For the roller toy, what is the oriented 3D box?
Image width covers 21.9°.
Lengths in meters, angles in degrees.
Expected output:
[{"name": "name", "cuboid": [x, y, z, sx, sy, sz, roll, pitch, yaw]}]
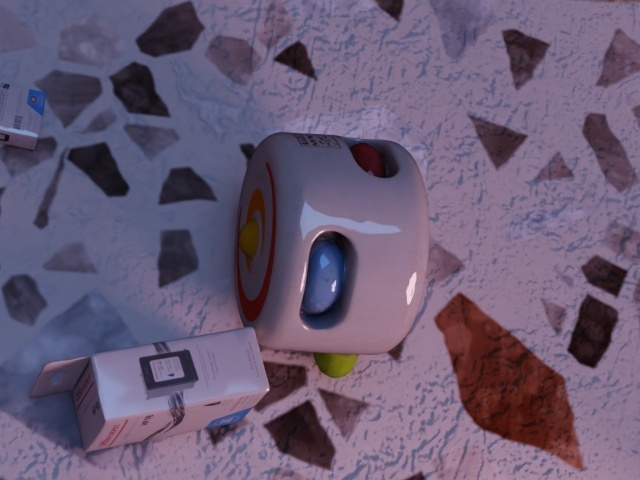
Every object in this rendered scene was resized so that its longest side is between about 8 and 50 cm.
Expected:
[{"name": "roller toy", "cuboid": [0.000, 0.000, 1.442, 0.146, 0.191, 0.209, 4, 67, -16]}]

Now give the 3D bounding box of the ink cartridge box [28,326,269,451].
[{"name": "ink cartridge box", "cuboid": [-0.145, 0.129, 1.388, 0.180, 0.104, 0.060, -9, 72, -21]}]

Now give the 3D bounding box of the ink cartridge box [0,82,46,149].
[{"name": "ink cartridge box", "cuboid": [-0.293, -0.116, 1.487, 0.083, 0.028, 0.048, 12, 64, -13]}]
